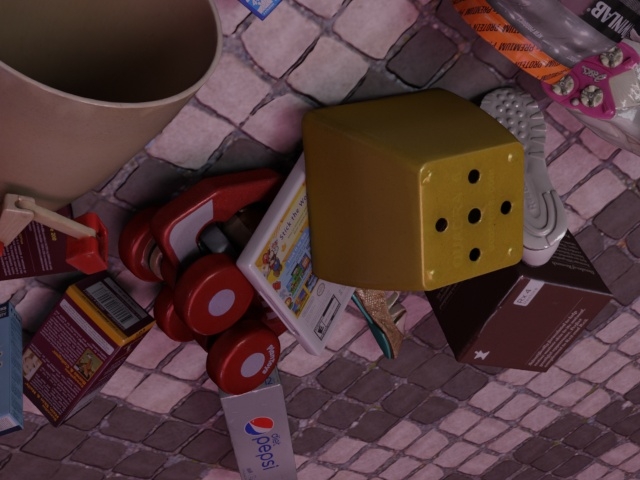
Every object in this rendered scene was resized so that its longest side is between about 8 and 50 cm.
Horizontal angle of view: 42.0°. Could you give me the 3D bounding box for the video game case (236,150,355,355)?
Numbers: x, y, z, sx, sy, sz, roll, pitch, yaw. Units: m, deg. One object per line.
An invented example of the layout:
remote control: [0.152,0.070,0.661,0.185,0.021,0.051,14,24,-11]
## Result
video game case: [0.000,0.000,1.059,0.227,0.026,0.206,-60,140,-25]

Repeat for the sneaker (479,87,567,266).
sneaker: [0.246,-0.082,1.051,0.090,0.235,0.095,-9,158,9]

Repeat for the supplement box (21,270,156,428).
supplement box: [-0.321,0.145,1.112,0.104,0.081,0.188,44,115,5]

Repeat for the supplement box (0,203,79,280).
supplement box: [-0.411,-0.017,0.965,0.239,0.073,0.130,-7,133,-13]

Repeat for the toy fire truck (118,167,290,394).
toy fire truck: [-0.096,0.030,1.085,0.254,0.169,0.302,-38,138,-21]

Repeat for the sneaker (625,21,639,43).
sneaker: [0.452,-0.301,0.955,0.235,0.153,0.094,-33,135,11]

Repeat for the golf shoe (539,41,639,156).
golf shoe: [0.409,-0.146,1.007,0.115,0.306,0.140,-54,164,7]

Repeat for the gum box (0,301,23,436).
gum box: [-0.459,0.178,1.050,0.156,0.184,0.041,-18,135,-3]

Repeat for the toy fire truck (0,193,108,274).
toy fire truck: [-0.302,-0.014,0.782,0.135,0.047,0.192,-13,153,14]

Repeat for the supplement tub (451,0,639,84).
supplement tub: [0.289,-0.327,0.844,0.193,0.194,0.316,19,123,-33]

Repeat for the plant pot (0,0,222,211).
plant pot: [-0.268,-0.145,0.803,0.256,0.257,0.274,12,142,-29]

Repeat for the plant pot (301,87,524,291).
plant pot: [0.122,-0.049,0.971,0.212,0.187,0.212,-15,112,-27]

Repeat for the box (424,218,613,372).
box: [0.262,0.052,1.182,0.167,0.203,0.168,11,128,-28]

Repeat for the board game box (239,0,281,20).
board game box: [-0.058,-0.408,0.732,0.318,0.066,0.318,-42,131,19]

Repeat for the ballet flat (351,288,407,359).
ballet flat: [0.098,0.110,1.275,0.067,0.073,0.206,-36,139,-6]

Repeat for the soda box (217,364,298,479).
soda box: [-0.102,0.295,1.354,0.098,0.091,0.286,-13,134,-7]
